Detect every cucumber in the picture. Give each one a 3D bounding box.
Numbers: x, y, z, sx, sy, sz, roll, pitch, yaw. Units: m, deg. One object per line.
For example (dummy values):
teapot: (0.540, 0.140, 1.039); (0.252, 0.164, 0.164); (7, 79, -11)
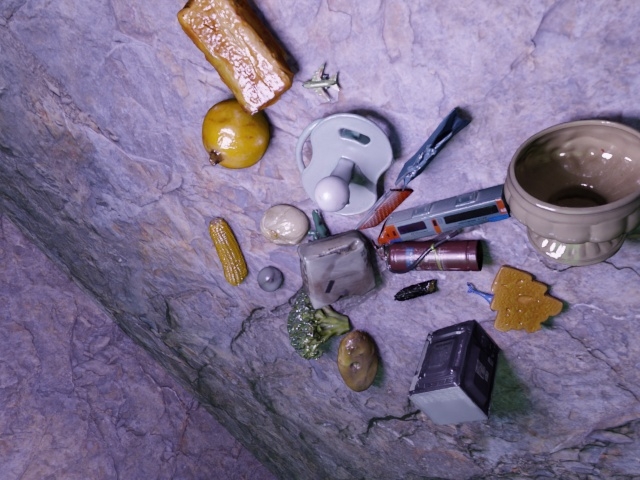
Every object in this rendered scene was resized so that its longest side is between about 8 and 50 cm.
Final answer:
cucumber: (0.329, 0.177, 1.518); (0.181, 0.053, 0.053); (-26, 110, 44)

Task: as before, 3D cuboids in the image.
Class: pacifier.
pacifier: (0.043, -0.185, 1.233); (0.288, 0.269, 0.343); (19, 131, 6)

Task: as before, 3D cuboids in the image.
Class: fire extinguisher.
fire extinguisher: (0.325, 0.037, 1.372); (0.341, 0.105, 0.141); (-1, 104, 31)

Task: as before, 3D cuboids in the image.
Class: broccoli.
broccoli: (-0.013, 0.328, 1.771); (0.245, 0.248, 0.288); (8, 128, -23)

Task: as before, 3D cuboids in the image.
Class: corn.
corn: (-0.376, 0.046, 1.787); (0.102, 0.102, 0.313); (6, 125, 26)

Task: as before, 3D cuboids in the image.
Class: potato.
potato: (0.148, 0.480, 1.771); (0.141, 0.191, 0.296); (16, 133, 35)

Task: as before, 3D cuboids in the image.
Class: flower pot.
flower pot: (0.581, -0.096, 0.993); (0.307, 0.307, 0.244); (3, 144, 28)

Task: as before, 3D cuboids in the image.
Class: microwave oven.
microwave oven: (0.455, 0.440, 1.483); (0.181, 0.295, 0.237); (47, 134, -11)

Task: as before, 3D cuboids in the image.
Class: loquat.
loquat: (-0.270, -0.313, 1.329); (0.213, 0.246, 0.213); (21, 146, 15)

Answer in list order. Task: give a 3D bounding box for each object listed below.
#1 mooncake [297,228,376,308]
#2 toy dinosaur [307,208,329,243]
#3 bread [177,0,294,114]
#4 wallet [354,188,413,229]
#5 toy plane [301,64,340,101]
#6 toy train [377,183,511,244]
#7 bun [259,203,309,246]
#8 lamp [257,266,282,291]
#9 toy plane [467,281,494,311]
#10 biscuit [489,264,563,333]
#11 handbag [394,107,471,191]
mooncake: (0.054, 0.089, 1.495); (0.136, 0.250, 0.254); (-126, 22, -53)
toy dinosaur: (-0.016, 0.000, 1.557); (0.120, 0.079, 0.292); (-1, 127, 24)
bread: (-0.223, -0.524, 1.190); (0.195, 0.149, 0.344); (-29, 111, 22)
wallet: (0.193, -0.096, 1.347); (0.196, 0.103, 0.020); (-49, 59, 43)
toy plane: (0.000, -0.437, 1.213); (0.111, 0.040, 0.102); (8, 127, 26)
toy train: (0.340, -0.070, 1.280); (0.409, 0.086, 0.089); (-13, 118, 37)
bun: (-0.136, -0.046, 1.562); (0.188, 0.111, 0.164); (9, 132, 20)
lamp: (-0.206, 0.157, 1.774); (0.105, 0.105, 0.105); (16, 132, 19)
toy plane: (0.546, 0.184, 1.401); (0.167, 0.054, 0.062); (25, 109, 10)
biscuit: (0.607, 0.177, 1.334); (0.212, 0.041, 0.239); (-26, 97, 22)
handbag: (0.284, -0.234, 1.140); (0.057, 0.144, 0.221); (42, 137, 2)
